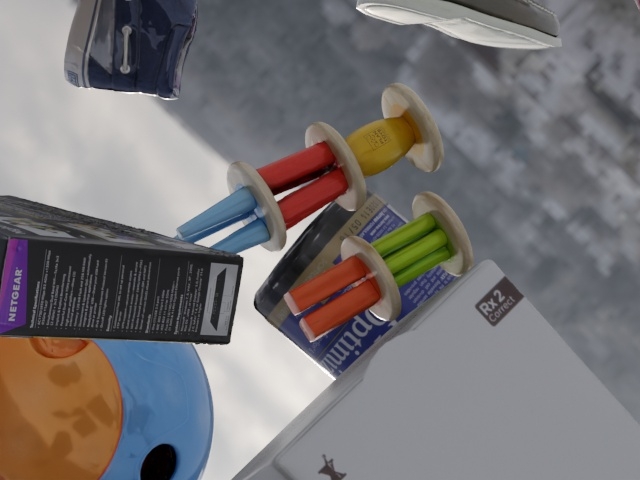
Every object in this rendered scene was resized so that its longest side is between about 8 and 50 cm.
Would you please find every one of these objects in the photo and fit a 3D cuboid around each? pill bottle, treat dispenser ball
[{"bbox_3d":[0.070,0.071,1.301,0.219,0.123,0.123,40,-174,3],"label":"pill bottle"},{"bbox_3d":[-0.247,0.176,1.773,0.288,0.288,0.288,44,-174,-6],"label":"treat dispenser ball"}]

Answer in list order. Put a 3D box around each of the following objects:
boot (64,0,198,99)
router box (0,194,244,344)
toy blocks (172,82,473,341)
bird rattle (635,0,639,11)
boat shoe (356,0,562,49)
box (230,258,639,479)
[{"bbox_3d":[-0.126,-0.197,1.346,0.086,0.190,0.069,11,175,5],"label":"boot"},{"bbox_3d":[-0.144,0.008,0.838,0.179,0.046,0.133,14,-175,44],"label":"router box"},{"bbox_3d":[0.000,0.000,0.974,0.054,0.148,0.123,33,146,55],"label":"toy blocks"},{"bbox_3d":[0.172,-0.089,0.504,0.207,0.253,0.143,-133,37,-64],"label":"bird rattle"},{"bbox_3d":[0.163,-0.269,1.996,0.109,0.091,0.305,3,176,45],"label":"boat shoe"},{"bbox_3d":[0.070,0.142,0.981,0.182,0.181,0.119,48,149,1],"label":"box"}]
